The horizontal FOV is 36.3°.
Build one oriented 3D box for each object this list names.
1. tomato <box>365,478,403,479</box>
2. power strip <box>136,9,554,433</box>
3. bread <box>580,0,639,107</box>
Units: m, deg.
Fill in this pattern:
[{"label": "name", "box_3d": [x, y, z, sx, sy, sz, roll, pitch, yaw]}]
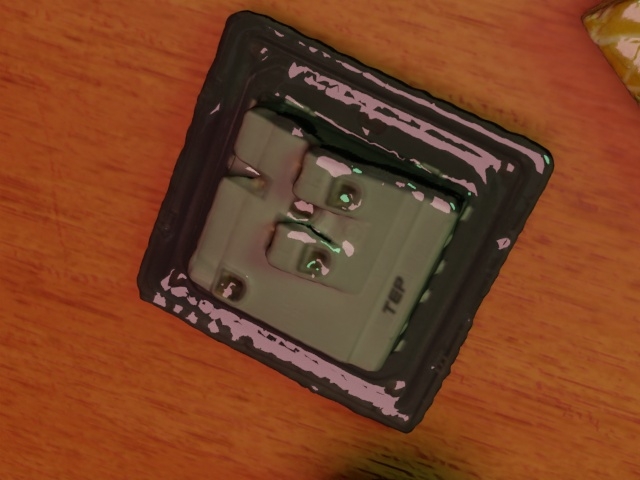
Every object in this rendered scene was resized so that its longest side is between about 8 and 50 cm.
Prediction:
[{"label": "tomato", "box_3d": [0.044, 0.280, 0.746, 0.181, 0.155, 0.214, -12, 98, -7]}, {"label": "power strip", "box_3d": [0.001, 0.001, 0.700, 0.251, 0.092, 0.257, 23, 115, 0]}, {"label": "bread", "box_3d": [0.271, -0.102, 0.620, 0.125, 0.068, 0.188, -35, 98, 20]}]
